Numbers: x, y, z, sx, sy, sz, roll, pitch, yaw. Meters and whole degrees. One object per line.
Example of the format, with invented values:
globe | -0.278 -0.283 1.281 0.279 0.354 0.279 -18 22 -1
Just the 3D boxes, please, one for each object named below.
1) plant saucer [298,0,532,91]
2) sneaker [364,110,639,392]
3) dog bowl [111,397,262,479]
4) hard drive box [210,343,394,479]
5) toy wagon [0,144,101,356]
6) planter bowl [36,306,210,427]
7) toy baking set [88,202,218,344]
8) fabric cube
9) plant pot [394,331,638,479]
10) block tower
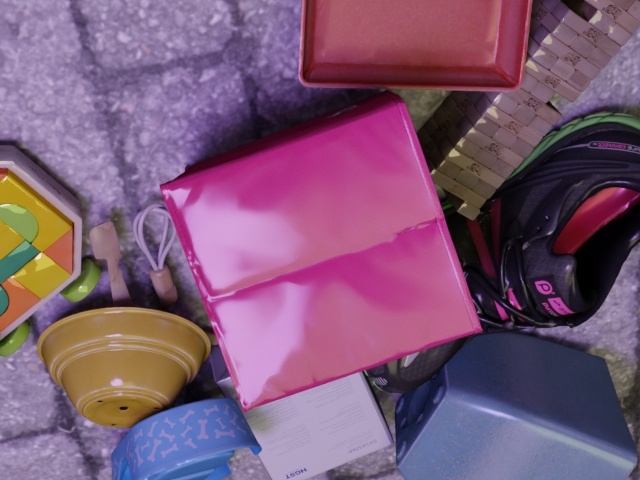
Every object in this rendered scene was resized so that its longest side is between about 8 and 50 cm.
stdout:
plant saucer | 0.103 -0.293 1.158 0.259 0.048 0.258 -1 106 -15
sneaker | 0.237 0.033 1.348 0.483 0.202 0.185 -42 122 14
dog bowl | -0.185 0.277 1.399 0.166 0.074 0.297 -10 161 -25
hard drive box | -0.024 0.209 1.469 0.181 0.089 0.232 -22 125 1
toy wagon | -0.440 0.038 1.260 0.344 0.068 0.267 -38 124 11
planter bowl | -0.244 0.174 1.340 0.217 0.090 0.217 -3 148 -2
toy baking set | -0.185 0.046 1.341 0.256 0.030 0.196 7 115 -33
fabric cube | 0.000 0.000 1.184 0.258 0.254 0.259 -19 99 3
plant pot | 0.243 0.267 1.493 0.252 0.248 0.247 25 115 -10
block tower | 0.239 -0.187 1.272 0.097 0.091 0.335 27 113 -27
